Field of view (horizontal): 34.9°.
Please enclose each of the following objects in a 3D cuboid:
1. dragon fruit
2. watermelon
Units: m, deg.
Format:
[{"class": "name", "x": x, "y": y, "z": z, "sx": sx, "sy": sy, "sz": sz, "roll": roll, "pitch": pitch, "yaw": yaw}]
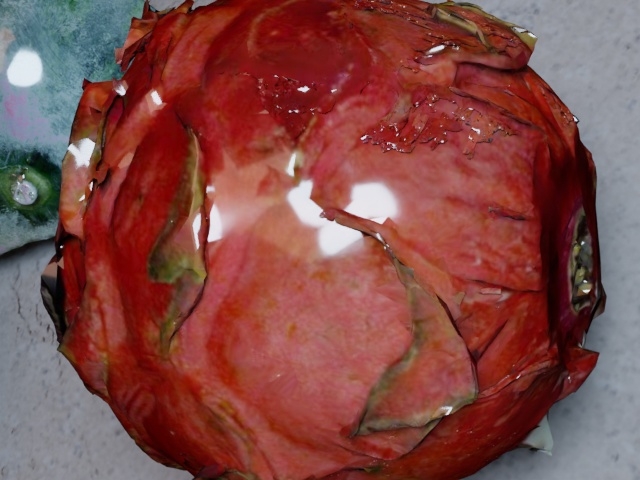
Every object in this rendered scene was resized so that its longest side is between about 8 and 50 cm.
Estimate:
[{"class": "dragon fruit", "x": 0.000, "y": 0.000, "z": 0.561, "sx": 0.301, "sy": 0.295, "sz": 0.296, "roll": 4, "pitch": 71, "yaw": 29}, {"class": "watermelon", "x": -0.279, "y": -0.099, "z": 0.832, "sx": 0.321, "sy": 0.188, "sz": 0.175, "roll": -38, "pitch": 47, "yaw": 17}]
